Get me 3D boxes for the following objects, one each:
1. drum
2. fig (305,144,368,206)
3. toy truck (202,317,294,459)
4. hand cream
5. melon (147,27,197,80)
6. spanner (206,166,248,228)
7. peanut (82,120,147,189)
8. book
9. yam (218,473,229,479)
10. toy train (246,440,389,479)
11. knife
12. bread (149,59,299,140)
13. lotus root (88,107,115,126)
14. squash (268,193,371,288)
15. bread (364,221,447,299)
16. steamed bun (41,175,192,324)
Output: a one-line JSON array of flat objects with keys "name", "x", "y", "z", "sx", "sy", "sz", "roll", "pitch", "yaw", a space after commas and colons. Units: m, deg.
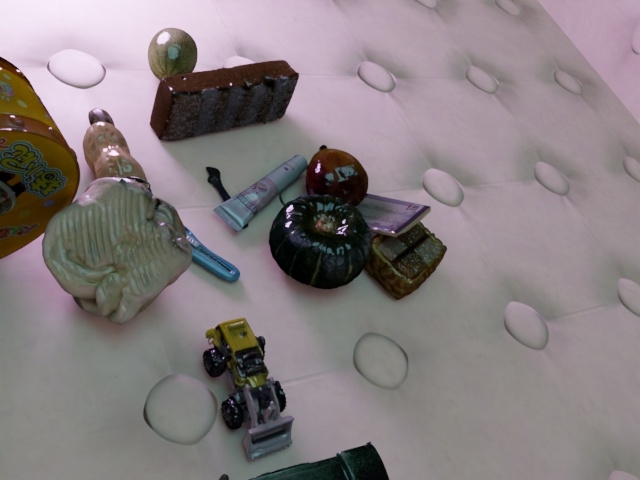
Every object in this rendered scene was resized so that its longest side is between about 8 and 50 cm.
[{"name": "drum", "x": -0.685, "y": -0.134, "z": 1.259, "sx": 0.431, "sy": 0.431, "sz": 0.214, "roll": -21, "pitch": 65, "yaw": -37}, {"name": "fig", "x": 0.029, "y": -0.197, "z": 1.869, "sx": 0.170, "sy": 0.145, "sz": 0.274, "roll": -10, "pitch": 39, "yaw": -9}, {"name": "toy truck", "x": -0.145, "y": 0.295, "z": 1.389, "sx": 0.136, "sy": 0.111, "sz": 0.285, "roll": -11, "pitch": 62, "yaw": -35}, {"name": "hand cream", "x": -0.147, "y": -0.130, "z": 1.776, "sx": 0.085, "sy": 0.058, "sz": 0.331, "roll": 45, "pitch": 51, "yaw": 3}, {"name": "melon", "x": -0.415, "y": -0.524, "z": 1.899, "sx": 0.139, "sy": 0.139, "sz": 0.192, "roll": 14, "pitch": 51, "yaw": -16}, {"name": "spanner", "x": -0.242, "y": -0.113, "z": 1.738, "sx": 0.046, "sy": 0.012, "sz": 0.208, "roll": -17, "pitch": 63, "yaw": -37}, {"name": "peanut", "x": -0.488, "y": -0.181, "z": 1.594, "sx": 0.124, "sy": 0.123, "sz": 0.256, "roll": -12, "pitch": 63, "yaw": -34}, {"name": "book", "x": 0.157, "y": -0.069, "z": 1.807, "sx": 0.231, "sy": 0.026, "sz": 0.157, "roll": 15, "pitch": 37, "yaw": 38}, {"name": "yam", "x": -0.228, "y": 0.524, "z": 1.222, "sx": 0.027, "sy": 0.029, "sz": 0.234, "roll": 51, "pitch": 41, "yaw": -19}, {"name": "toy train", "x": -0.023, "y": 0.471, "z": 1.246, "sx": 0.331, "sy": 0.178, "sz": 0.138, "roll": -2, "pitch": 60, "yaw": -37}, {"name": "knife", "x": -0.282, "y": 0.024, "z": 1.593, "sx": 0.222, "sy": 0.031, "sz": 0.064, "roll": 36, "pitch": 43, "yaw": 3}, {"name": "bread", "x": -0.258, "y": -0.387, "z": 1.851, "sx": 0.417, "sy": 0.165, "sz": 0.113, "roll": -20, "pitch": 60, "yaw": -36}, {"name": "lotus root", "x": -0.550, "y": -0.293, "z": 1.704, "sx": 0.054, "sy": 0.049, "sz": 0.099, "roll": -19, "pitch": 70, "yaw": -38}, {"name": "squash", "x": 0.000, "y": 0.000, "z": 1.663, "sx": 0.252, "sy": 0.165, "sz": 0.252, "roll": 13, "pitch": 48, "yaw": -15}, {"name": "bread", "x": 0.217, "y": 0.040, "z": 1.789, "sx": 0.181, "sy": 0.096, "sz": 0.222, "roll": 41, "pitch": 49, "yaw": 10}, {"name": "steamed bun", "x": -0.421, "y": 0.021, "z": 1.423, "sx": 0.268, "sy": 0.207, "sz": 0.280, "roll": 43, "pitch": 77, "yaw": 0}]
